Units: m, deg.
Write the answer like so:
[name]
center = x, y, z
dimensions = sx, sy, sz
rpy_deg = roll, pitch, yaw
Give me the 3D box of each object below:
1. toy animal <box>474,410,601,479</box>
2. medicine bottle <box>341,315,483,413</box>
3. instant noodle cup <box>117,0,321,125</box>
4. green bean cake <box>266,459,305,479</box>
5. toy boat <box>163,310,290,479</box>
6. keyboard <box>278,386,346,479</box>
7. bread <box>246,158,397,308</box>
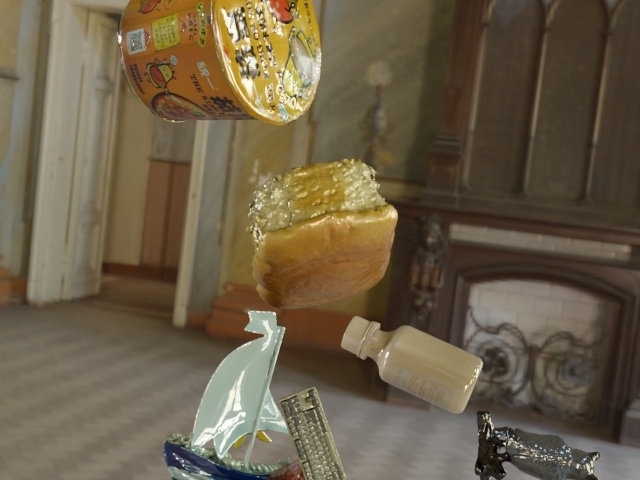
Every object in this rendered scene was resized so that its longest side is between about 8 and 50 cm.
[toy animal]
center = 0.369, 0.351, 1.533
dimensions = 0.210, 0.121, 0.117
rpy_deg = 0, -42, 12
[medicine bottle]
center = 0.162, 0.217, 1.651
dimensions = 0.252, 0.114, 0.114
rpy_deg = 24, 8, 12
[instant noodle cup]
center = -0.124, -0.235, 1.077
dimensions = 0.172, 0.215, 0.216
rpy_deg = -3, -2, 32
[green bean cake]
center = -0.042, 0.366, 1.197
dimensions = 0.056, 0.135, 0.135
rpy_deg = 27, -30, -16
[toy boat]
center = -0.107, 0.242, 1.302
dimensions = 0.221, 0.291, 0.067
rpy_deg = 22, -10, -31
[keyboard]
center = -0.010, 0.245, 1.106
dimensions = 0.049, 0.129, 0.015
rpy_deg = -18, 10, -4
[bread]
center = 0.000, 0.000, 1.072
dimensions = 0.174, 0.121, 0.245
rpy_deg = -5, -24, -5
